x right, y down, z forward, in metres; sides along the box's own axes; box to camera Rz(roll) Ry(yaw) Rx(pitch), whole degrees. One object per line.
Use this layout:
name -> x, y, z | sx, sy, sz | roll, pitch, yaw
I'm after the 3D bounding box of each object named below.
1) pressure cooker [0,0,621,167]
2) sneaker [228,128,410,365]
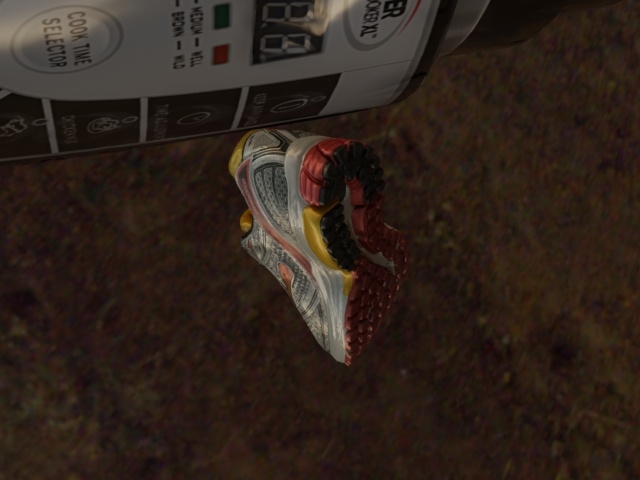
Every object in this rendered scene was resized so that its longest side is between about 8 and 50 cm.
pressure cooker -> -0.050, -0.227, 0.418 | 0.420, 0.370, 0.375 | -9, 111, -10
sneaker -> 0.000, 0.000, 0.952 | 0.093, 0.088, 0.225 | 21, 148, 26
